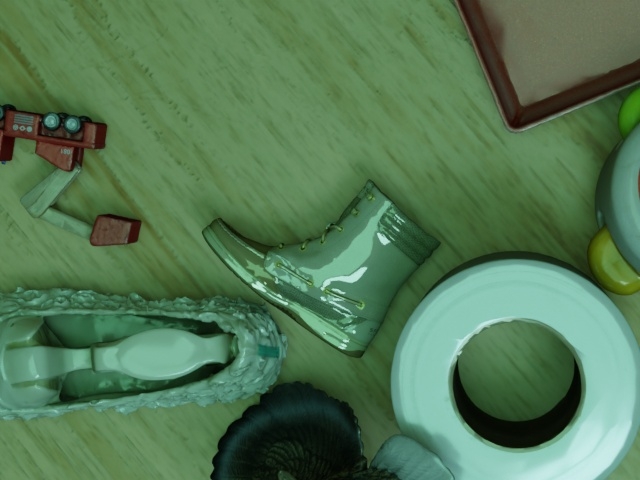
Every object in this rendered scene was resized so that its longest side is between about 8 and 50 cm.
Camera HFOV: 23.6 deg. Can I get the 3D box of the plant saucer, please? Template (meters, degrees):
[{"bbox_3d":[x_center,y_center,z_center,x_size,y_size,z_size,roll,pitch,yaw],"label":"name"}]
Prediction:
[{"bbox_3d":[0.265,-0.274,1.569,0.259,0.048,0.258,-22,90,8],"label":"plant saucer"}]

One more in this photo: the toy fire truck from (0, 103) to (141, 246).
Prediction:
[{"bbox_3d":[-0.285,-0.070,1.645,0.192,0.047,0.135,9,95,7],"label":"toy fire truck"}]

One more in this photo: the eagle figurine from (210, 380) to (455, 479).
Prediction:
[{"bbox_3d":[-0.009,0.269,1.516,0.225,0.298,0.226,27,87,-1],"label":"eagle figurine"}]

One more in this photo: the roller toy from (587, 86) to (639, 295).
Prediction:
[{"bbox_3d":[0.373,-0.039,1.515,0.191,0.146,0.209,11,84,2],"label":"roller toy"}]

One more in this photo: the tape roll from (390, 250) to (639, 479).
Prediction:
[{"bbox_3d":[0.197,0.135,1.534,0.246,0.169,0.246,0,92,6],"label":"tape roll"}]

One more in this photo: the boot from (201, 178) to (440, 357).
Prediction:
[{"bbox_3d":[0.000,0.000,1.599,0.213,0.077,0.165,36,97,-1],"label":"boot"}]

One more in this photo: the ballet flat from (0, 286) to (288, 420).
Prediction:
[{"bbox_3d":[-0.242,0.115,1.606,0.408,0.147,0.147,-6,92,8],"label":"ballet flat"}]
